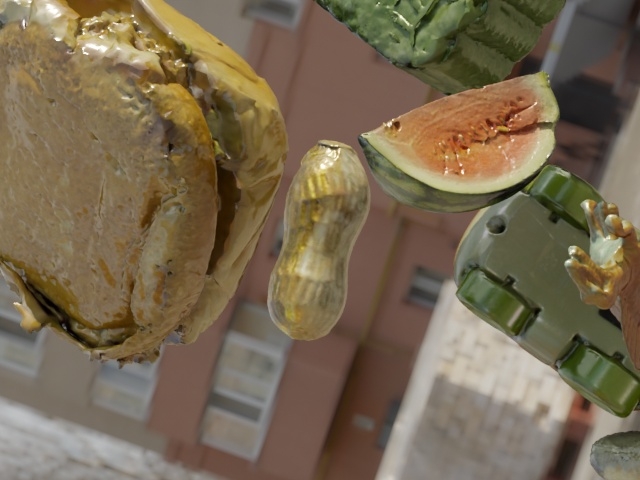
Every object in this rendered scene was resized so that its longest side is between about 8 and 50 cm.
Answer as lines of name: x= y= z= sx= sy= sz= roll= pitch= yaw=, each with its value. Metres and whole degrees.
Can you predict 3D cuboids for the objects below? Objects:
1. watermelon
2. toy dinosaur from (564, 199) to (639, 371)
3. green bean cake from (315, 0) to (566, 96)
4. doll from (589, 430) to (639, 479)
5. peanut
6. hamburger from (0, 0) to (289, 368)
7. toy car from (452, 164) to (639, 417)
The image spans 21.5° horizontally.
watermelon: x=0.113 y=-0.054 z=1.203 sx=0.069 sy=0.163 sz=0.087 roll=39 pitch=143 yaw=49
toy dinosaur: x=0.233 y=0.045 z=1.218 sx=0.212 sy=0.057 sz=0.142 roll=54 pitch=-148 yaw=-31
green bean cake: x=0.098 y=-0.234 z=1.327 sx=0.200 sy=0.214 sz=0.113 roll=-52 pitch=-39 yaw=9
doll: x=0.373 y=0.181 z=1.441 sx=0.175 sy=0.278 sz=0.149 roll=-41 pitch=-54 yaw=-65
peanut: x=0.000 y=0.000 z=1.712 sx=0.087 sy=0.087 sz=0.207 roll=70 pitch=-148 yaw=-84
hamburger: x=-0.178 y=-0.062 z=1.367 sx=0.158 sy=0.318 sz=0.318 roll=-22 pitch=-44 yaw=-51
toy car: x=0.226 y=0.050 z=1.501 sx=0.145 sy=0.235 sz=0.235 roll=-54 pitch=-5 yaw=-4
